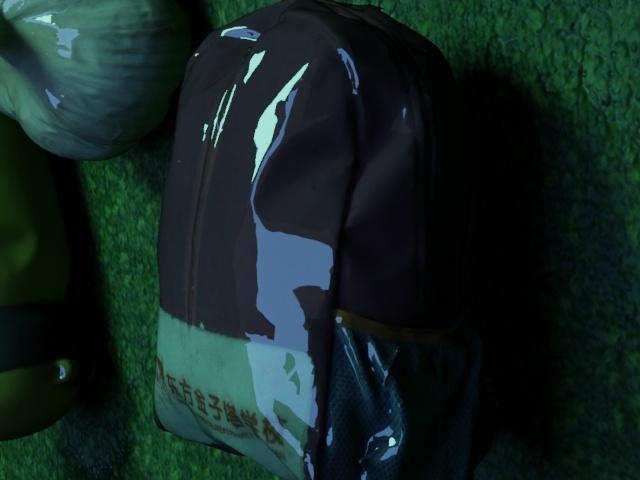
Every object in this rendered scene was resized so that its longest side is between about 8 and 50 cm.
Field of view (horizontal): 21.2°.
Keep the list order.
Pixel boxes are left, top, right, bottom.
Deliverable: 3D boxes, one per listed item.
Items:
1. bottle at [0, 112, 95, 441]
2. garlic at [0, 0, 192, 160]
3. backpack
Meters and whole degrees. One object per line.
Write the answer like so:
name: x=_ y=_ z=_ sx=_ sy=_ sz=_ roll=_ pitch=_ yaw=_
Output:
bottle: x=-0.314 y=0.008 z=1.549 sx=0.171 sy=0.171 sz=0.351 roll=-25 pitch=76 yaw=51
garlic: x=-0.230 y=-0.170 z=1.381 sx=0.218 sy=0.212 sz=0.218 roll=11 pitch=106 yaw=45
backpack: x=0.000 y=0.000 z=1.127 sx=0.283 sy=0.197 sz=0.317 roll=11 pitch=100 yaw=52
